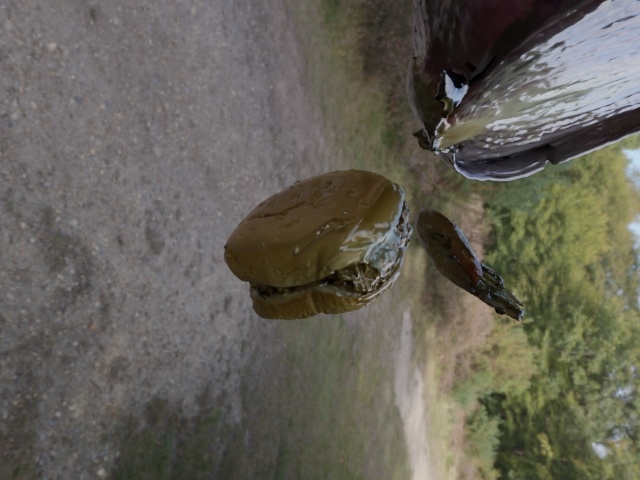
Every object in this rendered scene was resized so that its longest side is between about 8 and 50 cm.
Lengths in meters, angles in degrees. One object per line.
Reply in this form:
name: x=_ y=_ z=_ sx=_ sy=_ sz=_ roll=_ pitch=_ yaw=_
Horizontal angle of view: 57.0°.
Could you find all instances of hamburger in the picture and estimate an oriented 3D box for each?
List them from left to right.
hamburger: x=0.000 y=0.000 z=0.476 sx=0.138 sy=0.147 sz=0.083 roll=-51 pitch=127 yaw=-52

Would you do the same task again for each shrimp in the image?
shrimp: x=0.260 y=0.032 z=1.056 sx=0.287 sy=0.063 sz=0.152 roll=47 pitch=-20 yaw=47

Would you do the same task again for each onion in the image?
onion: x=0.214 y=-0.173 z=0.388 sx=0.267 sy=0.349 sz=0.159 roll=70 pitch=4 yaw=-77
